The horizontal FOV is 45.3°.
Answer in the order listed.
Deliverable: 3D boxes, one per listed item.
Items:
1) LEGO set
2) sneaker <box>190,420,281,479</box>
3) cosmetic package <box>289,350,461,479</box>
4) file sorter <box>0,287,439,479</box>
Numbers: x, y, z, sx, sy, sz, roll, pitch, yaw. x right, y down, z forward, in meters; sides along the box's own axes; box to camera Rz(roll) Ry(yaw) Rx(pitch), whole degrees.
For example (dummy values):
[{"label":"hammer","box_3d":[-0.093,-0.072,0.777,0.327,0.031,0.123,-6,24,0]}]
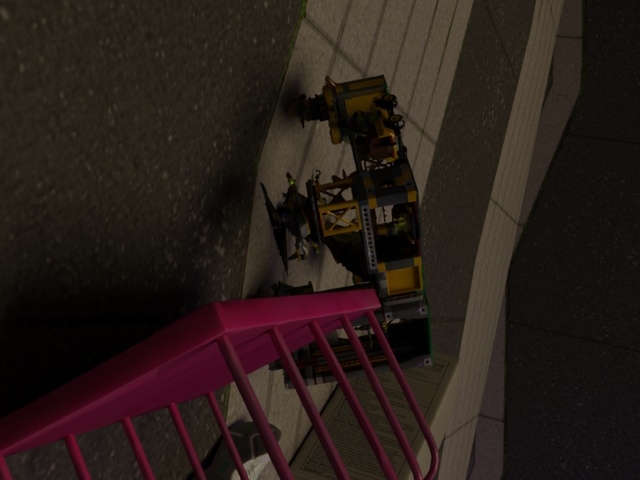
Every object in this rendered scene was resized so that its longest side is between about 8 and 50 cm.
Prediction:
[{"label":"LEGO set","box_3d":[0.000,0.000,0.818,0.331,0.192,0.255,79,1,-50]},{"label":"sneaker","box_3d":[-0.094,0.249,0.809,0.152,0.053,0.061,-40,146,-49]},{"label":"cosmetic package","box_3d":[0.088,0.287,1.127,0.309,0.160,0.113,-48,145,-50]},{"label":"file sorter","box_3d":[-0.051,0.162,0.565,0.182,0.202,0.290,64,19,12]}]
